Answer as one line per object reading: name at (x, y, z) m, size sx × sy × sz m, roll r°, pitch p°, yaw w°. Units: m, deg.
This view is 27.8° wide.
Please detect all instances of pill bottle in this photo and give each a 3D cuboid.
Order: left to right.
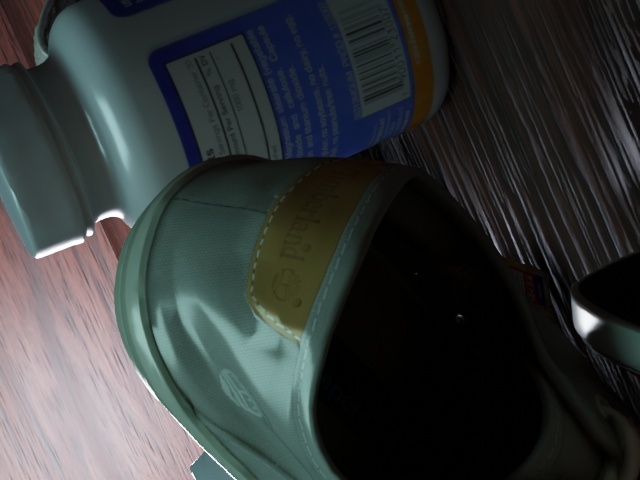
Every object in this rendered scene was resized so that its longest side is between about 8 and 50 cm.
pill bottle at (-0.072, -0.094, 0.792) m, size 0.152 × 0.272 × 0.152 m, roll 58°, pitch 164°, yaw 28°

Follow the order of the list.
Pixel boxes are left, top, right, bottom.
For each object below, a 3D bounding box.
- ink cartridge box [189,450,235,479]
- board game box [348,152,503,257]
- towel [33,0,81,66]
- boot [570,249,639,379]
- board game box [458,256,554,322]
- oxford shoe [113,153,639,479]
ink cartridge box at (0.071, 0.232, 0.906) m, size 0.060 × 0.275 × 0.239 m, roll -51°, pitch 54°, yaw 24°
board game box at (0.000, 0.000, 0.983) m, size 0.317 × 0.046 × 0.213 m, roll 38°, pitch 153°, yaw 28°
towel at (-0.142, -0.203, 0.976) m, size 0.049 × 0.282 × 0.187 m, roll 17°, pitch 156°, yaw 3°
boot at (0.203, 0.096, 0.530) m, size 0.244 × 0.088 × 0.176 m, roll 24°, pitch 140°, yaw 64°
board game box at (0.085, 0.128, 0.777) m, size 0.147 × 0.045 × 0.193 m, roll -37°, pitch 46°, yaw 43°
oxford shoe at (0.099, 0.123, 0.581) m, size 0.130 × 0.169 × 0.449 m, roll -10°, pitch 134°, yaw 48°
